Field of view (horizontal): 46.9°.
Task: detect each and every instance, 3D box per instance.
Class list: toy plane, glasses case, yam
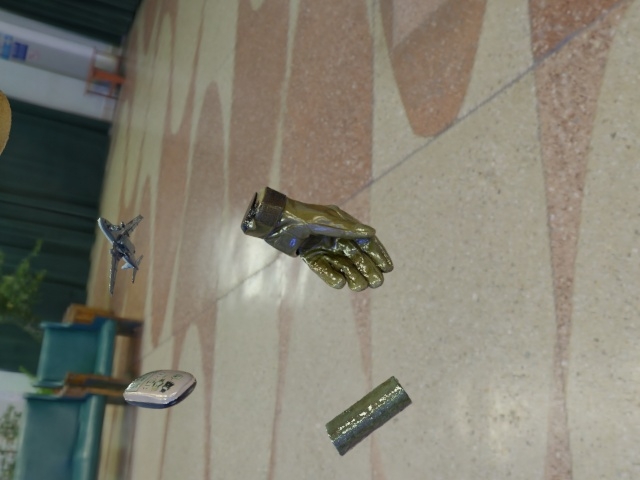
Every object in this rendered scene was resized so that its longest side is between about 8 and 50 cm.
[{"bbox_3d":[-0.466,0.014,1.730,0.226,0.058,0.226,88,-167,-58],"label":"toy plane"},{"bbox_3d":[-0.463,0.426,2.118,0.314,0.122,0.075,-11,111,51],"label":"glasses case"},{"bbox_3d":[0.089,0.326,1.385,0.169,0.068,0.068,-37,30,-2],"label":"yam"}]

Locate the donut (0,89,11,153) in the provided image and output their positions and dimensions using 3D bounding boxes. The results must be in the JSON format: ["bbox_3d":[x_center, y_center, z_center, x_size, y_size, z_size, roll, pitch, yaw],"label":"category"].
[{"bbox_3d":[-0.752,-0.221,1.529,0.278,0.108,0.277,-13,64,29],"label":"donut"}]

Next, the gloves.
[{"bbox_3d":[-0.001,-0.005,1.548,0.141,0.331,0.154,-85,19,-81],"label":"gloves"}]
